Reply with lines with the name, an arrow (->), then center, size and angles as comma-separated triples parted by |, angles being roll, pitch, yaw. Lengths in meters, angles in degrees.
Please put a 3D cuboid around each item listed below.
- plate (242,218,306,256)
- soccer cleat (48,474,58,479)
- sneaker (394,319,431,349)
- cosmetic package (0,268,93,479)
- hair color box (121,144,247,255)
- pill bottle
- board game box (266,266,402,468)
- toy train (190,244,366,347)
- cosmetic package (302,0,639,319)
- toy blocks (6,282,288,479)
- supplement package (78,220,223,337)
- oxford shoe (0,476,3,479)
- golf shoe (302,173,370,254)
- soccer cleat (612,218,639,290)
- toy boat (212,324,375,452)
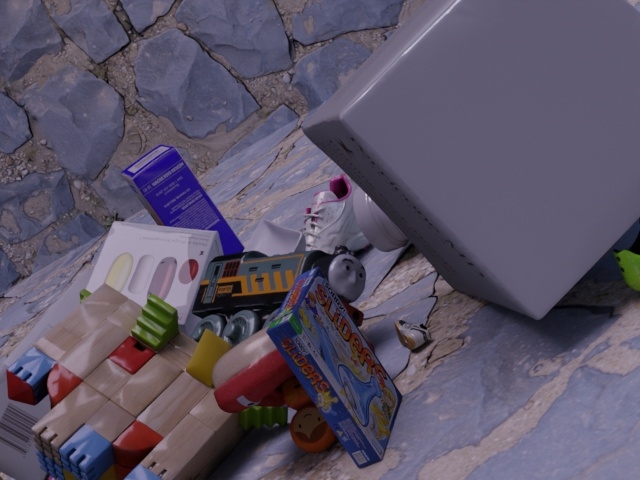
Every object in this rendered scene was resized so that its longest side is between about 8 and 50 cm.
plate -> -0.117, 0.102, 1.904 | 0.278, 0.045, 0.277 | -61, 18, -3
soccer cleat -> -0.298, 0.309, 1.602 | 0.143, 0.116, 0.331 | -49, 8, 17
sneaker -> 0.126, 0.125, 1.507 | 0.037, 0.032, 0.083 | -21, 18, -8
cosmetic package -> -0.465, 0.239, 2.010 | 0.217, 0.156, 0.385 | -60, 2, 26
hair color box -> -0.232, -0.014, 2.101 | 0.110, 0.339, 0.185 | -38, 15, -9
pill bottle -> 0.192, -0.084, 1.791 | 0.264, 0.153, 0.153 | -26, 16, 32
board game box -> 0.020, 0.147, 1.305 | 0.035, 0.201, 0.136 | -26, 17, 25
toy train -> -0.068, 0.103, 1.638 | 0.334, 0.142, 0.190 | -10, 59, 48
cosmetic package -> 0.216, -0.145, 1.397 | 0.327, 0.329, 0.393 | -45, 7, -3
toy blocks -> -0.274, 0.233, 1.515 | 0.261, 0.381, 0.191 | -44, -26, -34
supplement package -> -0.279, 0.096, 1.894 | 0.194, 0.149, 0.203 | 5, 50, 11
oxford shoe -> -0.671, 0.453, 1.952 | 0.397, 0.140, 0.146 | -22, 11, 32
golf shoe -> 0.000, 0.000, 1.965 | 0.115, 0.140, 0.306 | -18, 22, 43
soccer cleat -> 0.404, -0.013, 1.254 | 0.179, 0.072, 0.060 | -38, 15, -19
toy boat -> -0.024, 0.192, 1.390 | 0.151, 0.151, 0.231 | -37, -30, 31
